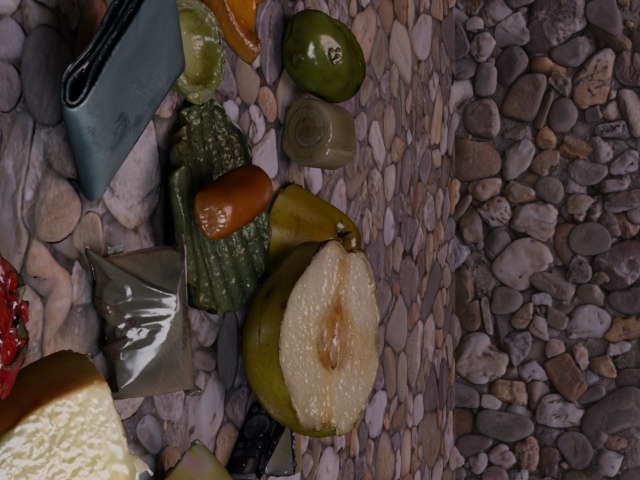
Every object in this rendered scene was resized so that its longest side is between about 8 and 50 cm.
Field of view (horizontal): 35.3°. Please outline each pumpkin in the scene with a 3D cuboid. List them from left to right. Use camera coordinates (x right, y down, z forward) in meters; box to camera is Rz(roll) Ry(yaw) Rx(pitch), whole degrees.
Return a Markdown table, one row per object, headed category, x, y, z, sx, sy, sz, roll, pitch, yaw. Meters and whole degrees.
| category | x | y | z | sx | sy | sz | roll | pitch | yaw |
| --- | --- | --- | --- | --- | --- | --- | --- | --- | --- |
| pumpkin | -0.160 | -0.509 | 1.844 | 0.258 | 0.095 | 0.290 | 61 | 34 | -45 |

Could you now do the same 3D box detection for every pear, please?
| category | x | y | z | sx | sy | sz | roll | pitch | yaw |
| --- | --- | --- | --- | --- | --- | --- | --- | --- | --- |
| pear | -0.040 | 0.191 | 2.015 | 0.340 | 0.191 | 0.386 | 26 | 67 | -51 |
| pear | -0.001 | 0.002 | 2.184 | 0.267 | 0.178 | 0.267 | 7 | 90 | -70 |

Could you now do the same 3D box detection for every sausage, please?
| category | x | y | z | sx | sy | sz | roll | pitch | yaw |
| --- | --- | --- | --- | --- | --- | --- | --- | --- | --- |
| sausage | -0.147 | -0.069 | 1.737 | 0.238 | 0.098 | 0.098 | -45 | 133 | -65 |

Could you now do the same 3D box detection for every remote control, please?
| category | x | y | z | sx | sy | sz | roll | pitch | yaw |
| --- | --- | --- | --- | --- | --- | --- | --- | --- | --- |
| remote control | -0.131 | 0.430 | 2.001 | 0.066 | 0.090 | 0.266 | 54 | 41 | -32 |

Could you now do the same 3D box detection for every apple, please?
| category | x | y | z | sx | sy | sz | roll | pitch | yaw |
| --- | --- | --- | --- | --- | --- | --- | --- | --- | --- |
| apple | -0.345 | 0.295 | 1.226 | 0.252 | 0.309 | 0.314 | 34 | 70 | -24 |

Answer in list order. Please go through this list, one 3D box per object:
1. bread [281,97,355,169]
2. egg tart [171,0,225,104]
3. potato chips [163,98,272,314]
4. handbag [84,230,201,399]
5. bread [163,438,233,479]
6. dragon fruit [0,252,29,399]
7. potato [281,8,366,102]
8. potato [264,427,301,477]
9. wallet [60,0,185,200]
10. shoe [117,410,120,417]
| category | x | y | z | sx | sy | sz | roll | pitch | yaw |
| --- | --- | --- | --- | --- | --- | --- | --- | --- | --- |
| bread | -0.005 | -0.232 | 2.203 | 0.141 | 0.134 | 0.148 | 2 | 82 | -64 |
| egg tart | -0.233 | -0.327 | 1.700 | 0.197 | 0.078 | 0.197 | -1 | 90 | -68 |
| potato chips | -0.189 | -0.048 | 1.846 | 0.358 | 0.070 | 0.429 | -60 | 145 | -53 |
| handbag | -0.281 | 0.128 | 1.560 | 0.183 | 0.117 | 0.270 | -8 | 102 | -26 |
| bread | -0.217 | 0.471 | 1.703 | 0.158 | 0.156 | 0.260 | -53 | 139 | -57 |
| dragon fruit | -0.446 | 0.118 | 1.085 | 0.293 | 0.234 | 0.233 | -40 | 136 | -21 |
| potato | 0.005 | -0.403 | 2.204 | 0.253 | 0.149 | 0.186 | 49 | 31 | -48 |
| potato | -0.080 | 0.441 | 2.141 | 0.061 | 0.086 | 0.122 | 5 | 81 | -66 |
| wallet | -0.282 | -0.228 | 1.452 | 0.251 | 0.054 | 0.290 | 98 | 15 | -61 |
| shoe | -0.354 | 0.263 | 1.476 | 0.143 | 0.064 | 0.071 | 43 | 64 | -61 |
